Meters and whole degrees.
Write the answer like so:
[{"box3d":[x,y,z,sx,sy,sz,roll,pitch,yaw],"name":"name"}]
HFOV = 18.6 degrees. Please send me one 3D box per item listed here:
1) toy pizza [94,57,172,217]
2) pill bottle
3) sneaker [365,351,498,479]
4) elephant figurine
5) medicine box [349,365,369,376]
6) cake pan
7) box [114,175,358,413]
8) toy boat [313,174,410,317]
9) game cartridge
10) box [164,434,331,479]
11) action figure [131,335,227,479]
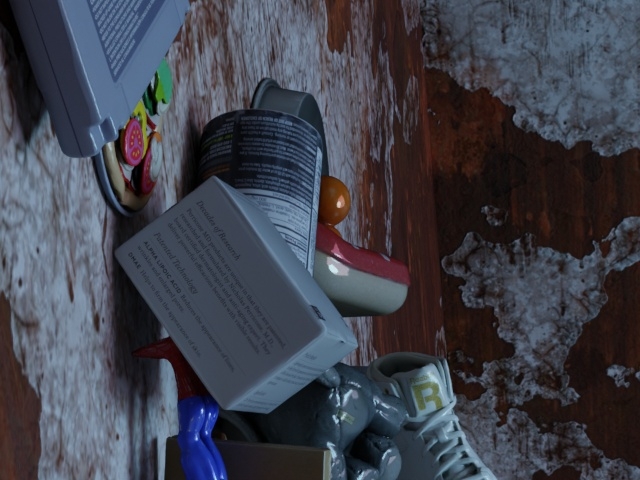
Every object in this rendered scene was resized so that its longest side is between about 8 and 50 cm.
[{"box3d":[-0.165,-0.121,1.761,0.201,0.032,0.201,-1,90,-79],"name":"toy pizza"},{"box3d":[-0.070,-0.001,1.999,0.130,0.130,0.245,69,24,-62],"name":"pill bottle"},{"box3d":[0.122,0.223,2.108,0.292,0.108,0.169,-139,-147,-60],"name":"sneaker"},{"box3d":[-0.045,0.192,2.038,0.169,0.239,0.186,5,94,-47],"name":"elephant figurine"},{"box3d":[0.004,0.304,2.311,0.263,0.149,0.289,-10,99,-79],"name":"medicine box"},{"box3d":[-0.036,-0.052,2.388,0.293,0.054,0.293,0,90,-80],"name":"cake pan"},{"box3d":[-0.073,0.054,1.798,0.182,0.119,0.181,54,5,11],"name":"box"},{"box3d":[0.000,0.000,2.208,0.231,0.151,0.151,19,71,-54],"name":"toy boat"},{"box3d":[-0.180,-0.218,1.579,0.294,0.060,0.196,-71,154,-58],"name":"game cartridge"},{"box3d":[-0.072,0.289,1.837,0.021,0.164,0.201,2,91,-70],"name":"box"},{"box3d":[-0.133,0.241,1.800,0.091,0.139,0.280,19,48,-77],"name":"action figure"}]
